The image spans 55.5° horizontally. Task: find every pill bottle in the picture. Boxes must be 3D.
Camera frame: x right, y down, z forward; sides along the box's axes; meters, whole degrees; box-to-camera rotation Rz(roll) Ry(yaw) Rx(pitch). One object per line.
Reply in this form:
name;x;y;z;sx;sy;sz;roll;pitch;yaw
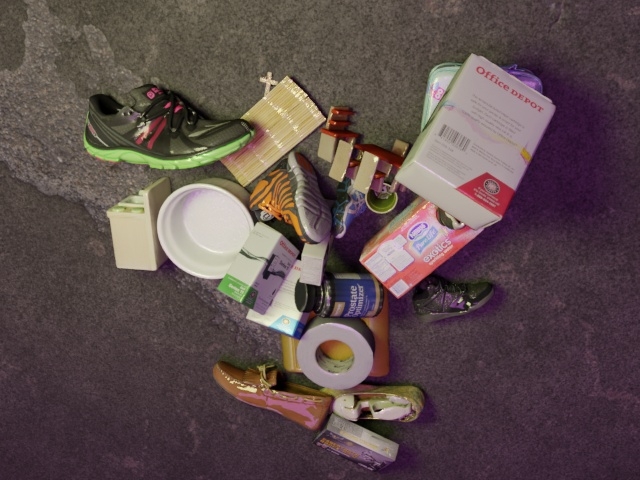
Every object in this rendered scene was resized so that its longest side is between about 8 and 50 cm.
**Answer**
pill bottle;0.048;0.145;1.619;0.220;0.123;0.122;2;116;-23

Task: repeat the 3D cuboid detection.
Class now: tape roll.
tape roll;0.045;0.314;1.733;0.220;0.072;0.219;3;113;8

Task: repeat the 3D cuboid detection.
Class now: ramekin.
ramekin;-0.299;-0.043;1.701;0.278;0.135;0.276;4;113;9

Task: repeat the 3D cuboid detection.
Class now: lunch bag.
lunch bag;0.392;-0.322;1.482;0.280;0.108;0.223;7;110;7

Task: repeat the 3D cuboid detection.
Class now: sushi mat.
sushi mat;-0.146;-0.287;1.633;0.317;0.019;0.151;-36;103;23

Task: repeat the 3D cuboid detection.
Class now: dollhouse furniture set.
dollhouse furniture set;0.122;-0.227;1.503;0.259;0.262;0.135;30;116;32

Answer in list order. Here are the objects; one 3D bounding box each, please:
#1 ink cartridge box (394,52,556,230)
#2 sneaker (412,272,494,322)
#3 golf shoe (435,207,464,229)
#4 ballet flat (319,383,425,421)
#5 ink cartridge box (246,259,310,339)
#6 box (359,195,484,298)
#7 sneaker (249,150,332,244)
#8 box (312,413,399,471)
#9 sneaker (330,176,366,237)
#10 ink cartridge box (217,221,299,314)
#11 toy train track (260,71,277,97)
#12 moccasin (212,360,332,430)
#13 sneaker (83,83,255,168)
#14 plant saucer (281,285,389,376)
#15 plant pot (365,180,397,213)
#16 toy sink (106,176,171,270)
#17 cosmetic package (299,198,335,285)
ink cartridge box;0.336;-0.211;1.320;0.226;0.131;0.306;32;71;-3
sneaker;0.359;0.141;1.686;0.228;0.087;0.130;-18;114;22
golf shoe;0.319;-0.158;1.419;0.105;0.120;0.272;-6;100;2
ballet flat;0.144;0.502;1.855;0.349;0.123;0.123;-4;111;12
ink cartridge box;-0.095;0.156;1.704;0.148;0.086;0.203;19;77;18
box;0.264;-0.011;1.610;0.154;0.142;0.300;43;112;-8
sneaker;-0.083;-0.075;1.572;0.180;0.321;0.125;-37;128;21
box;0.107;0.636;1.902;0.231;0.056;0.183;26;146;-2
sneaker;0.080;-0.088;1.586;0.081;0.211;0.080;35;142;-21
ink cartridge box;-0.160;0.076;1.618;0.087;0.153;0.208;26;80;25
toy train track;-0.139;-0.399;1.595;0.048;0.014;0.083;14;114;4
moccasin;-0.150;0.448;1.867;0.380;0.139;0.146;21;98;15
sneaker;-0.408;-0.300;1.582;0.484;0.185;0.202;5;112;12
plant saucer;0.033;0.273;1.801;0.333;0.081;0.332;1;112;10
plant pot;0.163;-0.124;1.617;0.084;0.079;0.083;3;111;8
toy sink;-0.507;-0.054;1.725;0.131;0.152;0.234;4;113;9
cosmetic package;0.000;0.000;1.600;0.061;0.239;0.098;12;132;4
